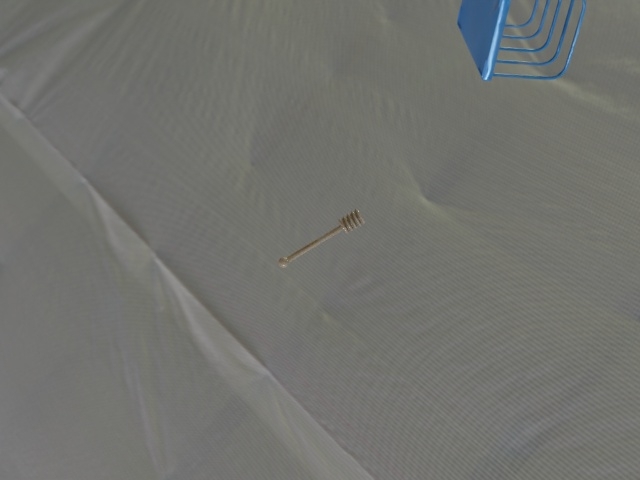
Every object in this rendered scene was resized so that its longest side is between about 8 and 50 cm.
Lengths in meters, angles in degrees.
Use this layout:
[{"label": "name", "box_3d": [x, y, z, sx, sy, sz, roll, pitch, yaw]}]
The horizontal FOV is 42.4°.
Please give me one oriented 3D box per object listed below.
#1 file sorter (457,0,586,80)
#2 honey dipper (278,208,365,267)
[{"label": "file sorter", "box_3d": [0.245, -0.286, 1.022, 0.105, 0.118, 0.170, 2, -143, -5]}, {"label": "honey dipper", "box_3d": [0.000, 0.000, 1.385, 0.161, 0.030, 0.030, -32, -130, 1]}]
